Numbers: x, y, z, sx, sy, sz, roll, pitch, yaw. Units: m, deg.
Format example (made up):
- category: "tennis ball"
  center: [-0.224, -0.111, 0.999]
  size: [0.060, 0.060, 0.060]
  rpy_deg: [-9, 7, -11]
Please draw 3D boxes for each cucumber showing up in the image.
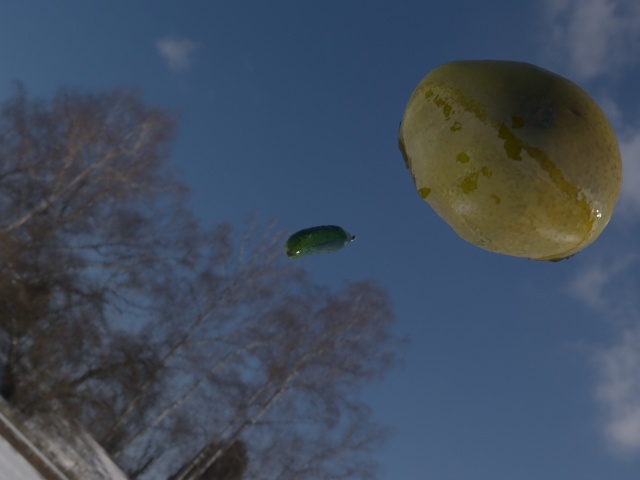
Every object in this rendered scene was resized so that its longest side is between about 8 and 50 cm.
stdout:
- category: "cucumber"
  center: [0.000, 0.000, 1.686]
  size: [0.056, 0.250, 0.056]
  rpy_deg: [3, -84, 30]

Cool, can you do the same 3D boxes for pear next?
- category: "pear"
  center: [0.325, -0.166, 1.445]
  size: [0.386, 0.340, 0.191]
  rpy_deg: [36, -27, 10]
